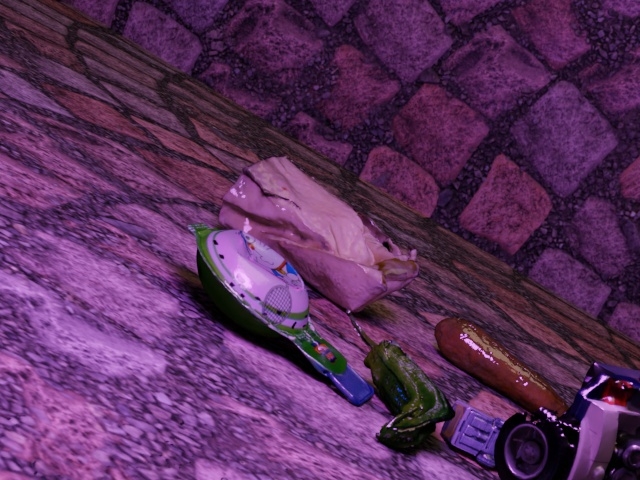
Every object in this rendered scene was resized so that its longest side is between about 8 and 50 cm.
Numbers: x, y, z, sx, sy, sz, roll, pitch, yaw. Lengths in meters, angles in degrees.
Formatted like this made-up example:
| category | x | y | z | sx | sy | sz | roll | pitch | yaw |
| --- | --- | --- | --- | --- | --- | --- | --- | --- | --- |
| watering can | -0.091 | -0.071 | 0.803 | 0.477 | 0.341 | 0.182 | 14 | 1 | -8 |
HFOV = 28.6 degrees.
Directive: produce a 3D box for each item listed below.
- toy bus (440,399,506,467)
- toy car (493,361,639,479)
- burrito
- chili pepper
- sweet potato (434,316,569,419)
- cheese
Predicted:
| category | x | y | z | sx | sy | sz | roll | pitch | yaw |
| --- | --- | --- | --- | --- | --- | --- | --- | --- | --- |
| toy bus | 0.249 | 0.272 | 1.635 | 0.190 | 0.064 | 0.075 | 26 | -2 | -20 |
| toy car | 0.200 | 0.235 | 0.980 | 0.193 | 0.301 | 0.118 | 15 | 14 | -40 |
| burrito | -0.002 | 0.002 | 2.042 | 0.332 | 0.135 | 0.190 | 36 | 20 | 18 |
| chili pepper | 0.099 | 0.190 | 1.592 | 0.122 | 0.065 | 0.279 | 30 | 13 | -22 |
| sweet potato | 0.299 | 0.213 | 2.039 | 0.273 | 0.075 | 0.075 | 34 | 11 | 13 |
| cheese | -0.051 | 0.089 | 1.612 | 0.320 | 0.083 | 0.204 | 44 | 12 | 8 |
